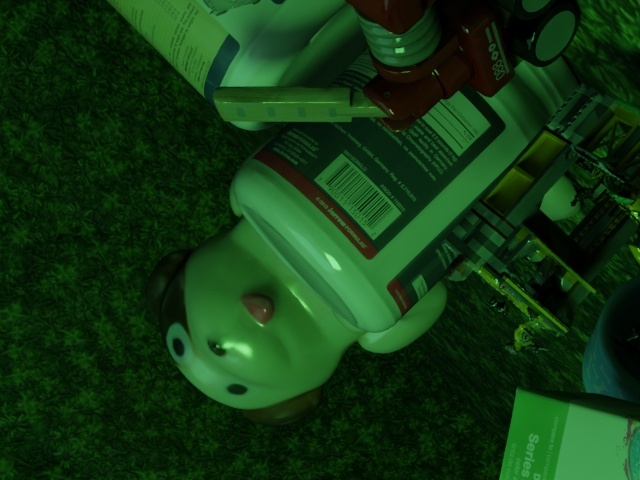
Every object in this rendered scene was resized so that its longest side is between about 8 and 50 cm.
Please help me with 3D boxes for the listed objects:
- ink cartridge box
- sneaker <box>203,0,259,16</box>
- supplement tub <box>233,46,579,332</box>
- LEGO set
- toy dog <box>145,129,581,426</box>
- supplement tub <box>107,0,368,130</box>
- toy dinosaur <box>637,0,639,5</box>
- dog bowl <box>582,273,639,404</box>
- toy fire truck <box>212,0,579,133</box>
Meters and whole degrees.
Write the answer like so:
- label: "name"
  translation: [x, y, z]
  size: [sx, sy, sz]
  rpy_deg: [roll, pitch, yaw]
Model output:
- label: "ink cartridge box"
  translation: [0.270, 0.182, 1.059]
  size: [0.212, 0.093, 0.154]
  rpy_deg: [10, 178, 35]
- label: "sneaker"
  translation: [-0.128, -0.286, 1.021]
  size: [0.115, 0.105, 0.281]
  rpy_deg: [-27, 105, 37]
- label: "supplement tub"
  translation: [0.077, -0.072, 1.183]
  size: [0.191, 0.272, 0.191]
  rpy_deg: [45, 172, 8]
- label: "LEGO set"
  translation: [0.246, 0.051, 0.993]
  size: [0.331, 0.192, 0.255]
  rpy_deg: [38, -175, -35]
- label: "toy dog"
  translation: [0.000, 0.000, 1.457]
  size: [0.284, 0.408, 0.395]
  rpy_deg: [48, 172, -9]
- label: "supplement tub"
  translation: [-0.096, -0.279, 1.211]
  size: [0.316, 0.228, 0.228]
  rpy_deg: [45, 172, 8]
- label: "toy dinosaur"
  translation: [0.219, -0.176, 0.792]
  size: [0.183, 0.053, 0.092]
  rpy_deg: [37, 155, 12]
- label: "dog bowl"
  translation: [0.360, 0.135, 1.181]
  size: [0.297, 0.166, 0.074]
  rpy_deg: [41, 163, 33]
- label: "toy fire truck"
  translation: [0.041, -0.165, 0.999]
  size: [0.158, 0.246, 0.217]
  rpy_deg: [41, 171, 32]
